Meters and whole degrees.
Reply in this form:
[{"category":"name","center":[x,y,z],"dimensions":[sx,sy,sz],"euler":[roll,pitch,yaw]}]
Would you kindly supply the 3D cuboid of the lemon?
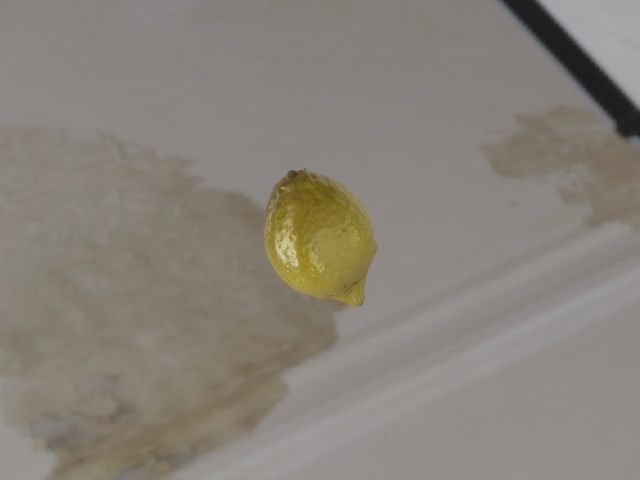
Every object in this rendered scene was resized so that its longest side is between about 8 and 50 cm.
[{"category":"lemon","center":[0.000,0.000,0.867],"dimensions":[0.065,0.092,0.065],"euler":[-27,-165,8]}]
